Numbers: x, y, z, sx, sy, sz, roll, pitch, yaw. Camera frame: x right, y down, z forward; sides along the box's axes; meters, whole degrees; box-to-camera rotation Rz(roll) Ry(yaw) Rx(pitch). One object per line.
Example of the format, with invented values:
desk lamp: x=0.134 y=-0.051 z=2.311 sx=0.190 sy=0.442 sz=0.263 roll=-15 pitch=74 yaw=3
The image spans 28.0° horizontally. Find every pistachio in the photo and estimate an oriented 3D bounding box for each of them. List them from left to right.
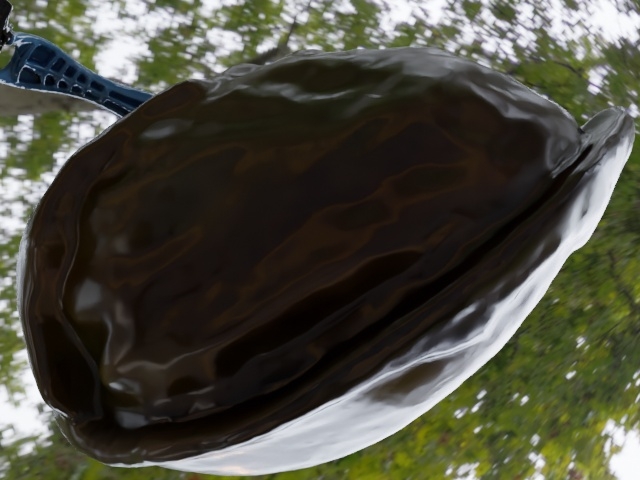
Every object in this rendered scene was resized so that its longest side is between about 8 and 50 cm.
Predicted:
pistachio: x=0.000 y=0.000 z=0.413 sx=0.210 sy=0.165 sz=0.131 roll=-21 pitch=-63 yaw=8

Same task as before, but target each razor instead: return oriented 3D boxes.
razor: x=-0.113 y=-0.081 z=0.809 sx=0.082 sy=0.253 sz=0.042 roll=-58 pitch=-145 yaw=18
